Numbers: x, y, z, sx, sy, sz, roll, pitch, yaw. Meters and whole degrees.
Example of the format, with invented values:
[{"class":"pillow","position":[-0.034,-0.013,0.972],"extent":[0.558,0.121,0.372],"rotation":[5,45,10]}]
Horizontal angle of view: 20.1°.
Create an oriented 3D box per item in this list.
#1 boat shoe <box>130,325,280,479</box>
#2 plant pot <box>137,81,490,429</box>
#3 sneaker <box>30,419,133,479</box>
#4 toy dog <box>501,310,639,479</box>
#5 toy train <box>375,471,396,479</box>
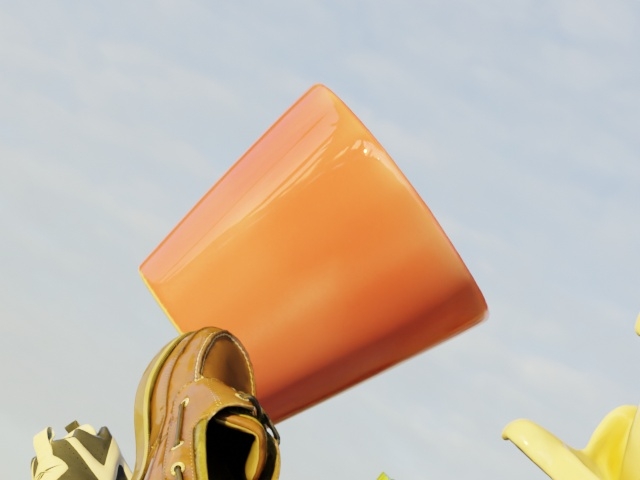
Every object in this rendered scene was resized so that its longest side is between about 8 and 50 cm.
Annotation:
[{"class":"boat shoe","position":[-0.075,0.160,1.318],"extent":[0.104,0.307,0.111],"rotation":[-30,-63,24]},{"class":"plant pot","position":[-0.017,0.032,1.680],"extent":[0.275,0.243,0.275],"rotation":[54,-3,5]},{"class":"sneaker","position":[-0.193,0.243,1.694],"extent":[0.235,0.094,0.153],"rotation":[29,31,-49]},{"class":"toy dog","position":[0.444,0.159,1.651],"extent":[0.395,0.408,0.284],"rotation":[42,1,-13]},{"class":"toy train","position":[0.015,0.226,1.328],"extent":[0.105,0.143,0.248],"rotation":[47,-4,-41]}]
